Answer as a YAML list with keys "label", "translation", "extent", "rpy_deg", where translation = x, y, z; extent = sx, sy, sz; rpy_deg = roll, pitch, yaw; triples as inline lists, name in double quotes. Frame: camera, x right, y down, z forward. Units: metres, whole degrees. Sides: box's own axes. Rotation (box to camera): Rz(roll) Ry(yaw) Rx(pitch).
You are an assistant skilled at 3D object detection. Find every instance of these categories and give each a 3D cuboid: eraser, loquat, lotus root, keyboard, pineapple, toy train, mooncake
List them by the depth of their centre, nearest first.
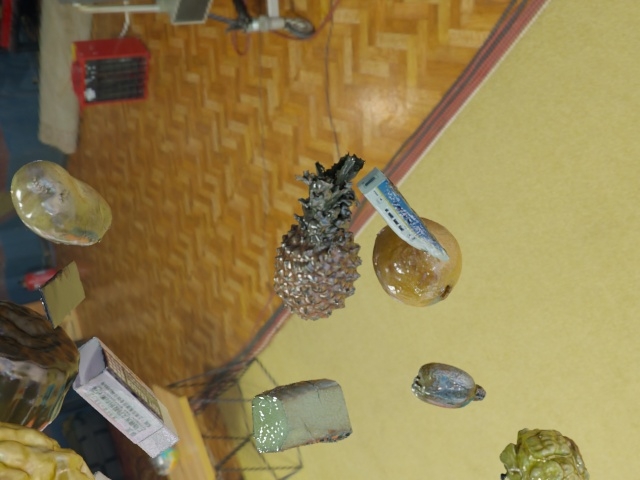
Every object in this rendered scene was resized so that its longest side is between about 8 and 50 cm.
- label: "keyboard"
  translation: [-0.436, 0.088, 1.244]
  extent: [0.196, 0.015, 0.074]
  rpy_deg: [-105, 6, -78]
- label: "toy train"
  translation: [0.148, -0.028, 1.263]
  extent: [0.234, 0.051, 0.052]
  rpy_deg: [47, -173, -35]
- label: "pineapple"
  translation: [0.000, 0.000, 1.305]
  extent: [0.175, 0.175, 0.361]
  rpy_deg: [56, 158, 29]
- label: "mooncake"
  translation: [-0.597, 0.226, 1.360]
  extent: [0.290, 0.290, 0.161]
  rpy_deg: [39, 99, 46]
- label: "eraser"
  translation: [-0.431, 0.350, 1.628]
  extent: [0.287, 0.086, 0.130]
  rpy_deg: [58, 175, -38]
- label: "loquat"
  translation: [0.241, 0.051, 1.850]
  extent: [0.238, 0.193, 0.238]
  rpy_deg: [6, 98, 50]
- label: "lotus root"
  translation: [0.328, 0.372, 1.868]
  extent: [0.088, 0.192, 0.113]
  rpy_deg: [-90, 16, -69]

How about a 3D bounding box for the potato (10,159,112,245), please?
- label: "potato"
  translation: [-0.583, -0.074, 1.677]
  extent: [0.141, 0.296, 0.191]
  rpy_deg: [-37, 72, 11]

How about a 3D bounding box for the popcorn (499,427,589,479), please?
- label: "popcorn"
  translation: [0.495, 0.517, 1.627]
  extent: [0.189, 0.170, 0.218]
  rpy_deg: [-133, 25, -57]

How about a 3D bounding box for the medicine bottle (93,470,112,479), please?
- label: "medicine bottle"
  translation: [-0.339, 0.568, 1.366]
  extent: [0.293, 0.170, 0.170]
  rpy_deg: [38, 145, -3]

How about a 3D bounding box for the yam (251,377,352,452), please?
- label: "yam"
  translation: [-0.074, 0.521, 2.165]
  extent: [0.202, 0.271, 0.202]
  rpy_deg: [-21, 75, 38]

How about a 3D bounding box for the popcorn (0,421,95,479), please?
- label: "popcorn"
  translation: [-0.542, 0.453, 1.110]
  extent: [0.354, 0.390, 0.344]
  rpy_deg: [-26, 99, 40]
